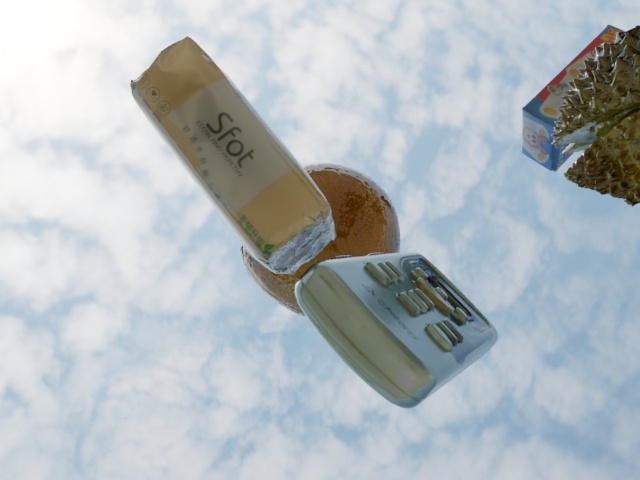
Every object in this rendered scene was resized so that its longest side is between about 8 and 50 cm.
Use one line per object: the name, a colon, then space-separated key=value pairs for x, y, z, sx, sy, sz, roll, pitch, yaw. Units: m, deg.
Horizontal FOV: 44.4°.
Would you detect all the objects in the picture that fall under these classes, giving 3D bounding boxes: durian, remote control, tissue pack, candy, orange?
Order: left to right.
tissue pack: x=-0.079 y=-0.075 z=0.773 sx=0.090 sy=0.186 sz=0.222 roll=-37 pitch=-100 yaw=-2
orange: x=0.000 y=0.000 z=1.329 sx=0.274 sy=0.274 sz=0.274 roll=0 pitch=-122 yaw=0
remote control: x=0.078 y=0.067 z=0.708 sx=0.140 sy=0.296 sz=0.056 roll=45 pitch=-74 yaw=17
candy: x=0.565 y=-0.309 z=1.701 sx=0.100 sy=0.157 sz=0.306 roll=37 pitch=-107 yaw=29
durian: x=0.350 y=-0.135 z=0.755 sx=0.237 sy=0.138 sz=0.193 roll=-23 pitch=-147 yaw=-29
